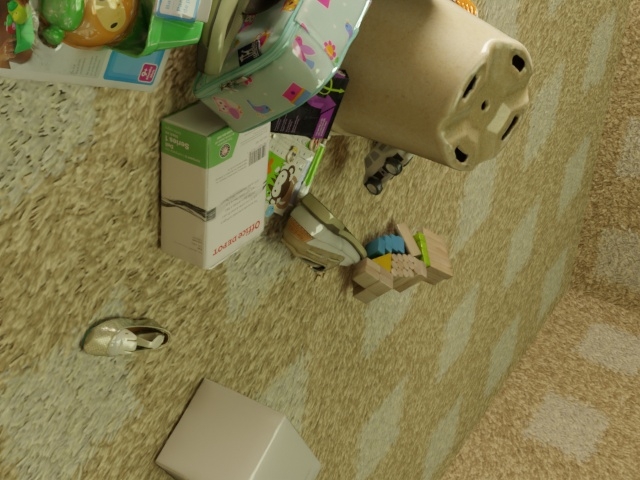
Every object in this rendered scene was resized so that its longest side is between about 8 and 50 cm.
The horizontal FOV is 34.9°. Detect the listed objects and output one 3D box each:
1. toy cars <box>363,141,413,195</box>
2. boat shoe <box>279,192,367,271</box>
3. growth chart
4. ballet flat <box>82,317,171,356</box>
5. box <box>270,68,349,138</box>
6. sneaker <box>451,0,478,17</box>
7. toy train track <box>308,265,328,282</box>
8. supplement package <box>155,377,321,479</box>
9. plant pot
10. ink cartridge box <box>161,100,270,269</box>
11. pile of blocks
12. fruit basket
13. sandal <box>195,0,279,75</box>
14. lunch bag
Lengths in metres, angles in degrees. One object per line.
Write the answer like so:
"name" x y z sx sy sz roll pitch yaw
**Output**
"toy cars" 0.142 -0.182 1.980 0.176 0.087 0.394 -46 180 14
"boat shoe" 0.000 0.000 1.909 0.103 0.113 0.302 -46 156 1
"growth chart" -0.065 -0.117 1.765 0.237 0.021 0.172 0 111 -63
"ballet flat" -0.278 0.142 1.494 0.168 0.052 0.057 -7 116 -63
"box" -0.048 -0.217 1.564 0.162 0.029 0.116 4 129 -22
"sneaker" 0.284 -0.379 2.190 0.263 0.099 0.121 -69 160 3
"toy train track" -0.003 0.061 2.045 0.048 0.014 0.083 -65 155 -8
"supplement package" -0.138 0.404 1.844 0.175 0.177 0.293 -60 155 -20
"plant pot" 0.165 -0.274 1.677 0.333 0.305 0.334 -29 136 -33
"ink cartridge box" -0.156 -0.091 1.508 0.160 0.092 0.220 -36 140 -50
"pile of blocks" 0.157 0.053 2.293 0.112 0.149 0.362 -32 165 34
"fruit basket" -0.248 -0.319 1.053 0.353 0.165 0.327 -7 116 -59
"sandal" -0.068 -0.330 1.265 0.120 0.086 0.303 91 19 -75
"lunch bag" -0.055 -0.283 1.386 0.108 0.224 0.279 44 53 -29
